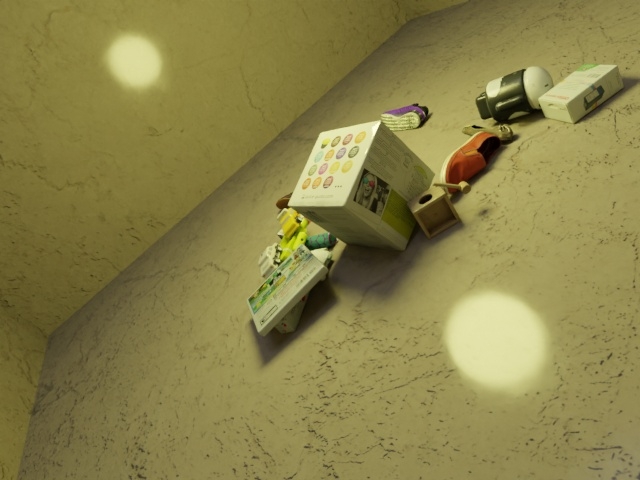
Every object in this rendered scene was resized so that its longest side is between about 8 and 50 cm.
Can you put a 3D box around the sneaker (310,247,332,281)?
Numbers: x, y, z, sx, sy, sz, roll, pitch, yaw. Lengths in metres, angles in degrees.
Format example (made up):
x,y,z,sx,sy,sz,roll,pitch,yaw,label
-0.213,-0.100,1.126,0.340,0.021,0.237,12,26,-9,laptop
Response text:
x,y,z,sx,sy,sz,roll,pitch,yaw,label
0.009,0.083,1.790,0.094,0.080,0.212,-24,28,3,sneaker

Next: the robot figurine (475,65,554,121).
x,y,z,sx,sy,sz,roll,pitch,yaw,label
0.764,-0.568,1.762,0.278,0.174,0.209,-11,62,42,robot figurine

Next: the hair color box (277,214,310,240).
x,y,z,sx,sy,sz,roll,pitch,yaw,label
-0.125,-0.068,2.193,0.167,0.053,0.093,-48,30,-21,hair color box

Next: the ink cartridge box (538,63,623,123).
x,y,z,sx,sy,sz,roll,pitch,yaw,label
0.919,-0.524,1.590,0.212,0.093,0.154,-36,27,2,ink cartridge box

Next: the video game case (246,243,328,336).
x,y,z,sx,sy,sz,roll,pitch,yaw,label
-0.136,0.175,1.692,0.329,0.036,0.300,-46,23,-1,video game case

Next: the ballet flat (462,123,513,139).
x,y,z,sx,sy,sz,roll,pitch,yaw,label
0.662,-0.441,1.780,0.084,0.058,0.250,-14,23,-20,ballet flat

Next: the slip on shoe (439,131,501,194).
x,y,z,sx,sy,sz,roll,pitch,yaw,label
0.553,-0.291,1.658,0.331,0.123,0.101,-44,31,-21,slip on shoe

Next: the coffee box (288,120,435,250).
x,y,z,sx,sy,sz,roll,pitch,yaw,label
0.152,-0.191,1.654,0.338,0.338,0.334,7,69,53,coffee box

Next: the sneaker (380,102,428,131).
x,y,z,sx,sy,sz,roll,pitch,yaw,label
0.453,-0.659,2.359,0.146,0.102,0.293,-43,32,-18,sneaker

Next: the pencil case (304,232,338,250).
x,y,z,sx,sy,sz,roll,pitch,yaw,label
0.000,0.000,1.928,0.152,0.064,0.070,-13,38,40,pencil case

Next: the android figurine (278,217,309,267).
x,y,z,sx,sy,sz,roll,pitch,yaw,label
-0.140,0.028,1.997,0.248,0.056,0.272,-19,43,62,android figurine

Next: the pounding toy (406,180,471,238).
x,y,z,sx,sy,sz,roll,pitch,yaw,label
0.406,-0.141,1.527,0.206,0.181,0.094,-33,28,11,pounding toy

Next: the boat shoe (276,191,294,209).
x,y,z,sx,sy,sz,roll,pitch,yaw,label
-0.147,-0.227,2.446,0.207,0.073,0.073,-15,33,26,boat shoe

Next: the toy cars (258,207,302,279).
x,y,z,sx,sy,sz,roll,pitch,yaw,label
-0.184,-0.011,1.947,0.176,0.087,0.393,-23,38,61,toy cars

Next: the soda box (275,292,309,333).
x,y,z,sx,sy,sz,roll,pitch,yaw,label
-0.108,0.240,1.683,0.069,0.074,0.216,-19,34,35,soda box
